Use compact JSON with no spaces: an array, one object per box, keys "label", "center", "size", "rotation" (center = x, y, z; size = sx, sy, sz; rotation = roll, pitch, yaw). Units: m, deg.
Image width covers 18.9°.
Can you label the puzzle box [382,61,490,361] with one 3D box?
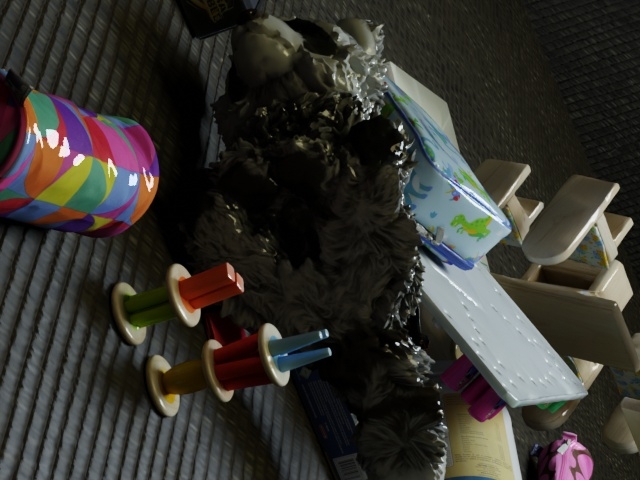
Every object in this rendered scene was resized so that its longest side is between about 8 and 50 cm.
[{"label":"puzzle box","center":[0.155,-0.013,2.530],"size":[0.272,0.052,0.409],"rotation":[24,51,-69]}]

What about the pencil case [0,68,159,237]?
[{"label":"pencil case","center":[-0.199,-0.063,1.351],"size":[0.236,0.104,0.104],"rotation":[25,50,-70]}]

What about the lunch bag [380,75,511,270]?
[{"label":"lunch bag","center":[0.107,-0.074,2.072],"size":[0.176,0.090,0.219],"rotation":[36,16,-39]}]

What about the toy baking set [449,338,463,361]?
[{"label":"toy baking set","center":[0.176,0.222,2.327],"size":[0.197,0.030,0.256],"rotation":[2,87,-64]}]

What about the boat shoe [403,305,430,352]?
[{"label":"boat shoe","center":[0.106,0.120,2.257],"size":[0.049,0.042,0.133],"rotation":[37,40,-67]}]

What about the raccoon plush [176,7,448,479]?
[{"label":"raccoon plush","center":[0.000,0.000,1.809],"size":[0.299,0.216,0.446],"rotation":[-82,166,-63]}]

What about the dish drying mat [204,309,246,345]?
[{"label":"dish drying mat","center":[-0.086,0.078,1.731],"size":[0.083,0.008,0.032],"rotation":[-3,76,-74]}]

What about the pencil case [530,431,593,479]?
[{"label":"pencil case","center":[0.337,0.355,2.687],"size":[0.209,0.095,0.098],"rotation":[-71,176,-66]}]

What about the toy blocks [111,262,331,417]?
[{"label":"toy blocks","center":[-0.076,0.068,1.524],"size":[0.054,0.148,0.123],"rotation":[-71,141,-64]}]

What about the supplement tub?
[{"label":"supplement tub","center":[0.139,0.241,2.045],"size":[0.199,0.144,0.144],"rotation":[-96,161,-45]}]

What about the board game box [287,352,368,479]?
[{"label":"board game box","center":[0.031,0.132,1.968],"size":[0.194,0.060,0.194],"rotation":[-63,134,-66]}]

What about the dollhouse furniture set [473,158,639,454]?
[{"label":"dollhouse furniture set","center":[0.340,0.139,2.357],"size":[0.256,0.394,0.362],"rotation":[-50,133,-28]}]

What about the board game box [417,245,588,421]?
[{"label":"board game box","center":[0.114,0.036,2.085],"size":[0.390,0.050,0.390],"rotation":[51,12,14]}]

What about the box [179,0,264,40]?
[{"label":"box","center":[-0.128,-0.392,1.957],"size":[0.293,0.073,0.295],"rotation":[-71,141,-61]}]
